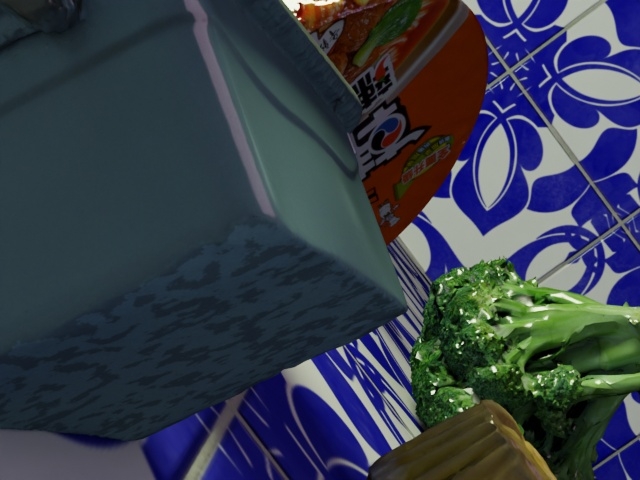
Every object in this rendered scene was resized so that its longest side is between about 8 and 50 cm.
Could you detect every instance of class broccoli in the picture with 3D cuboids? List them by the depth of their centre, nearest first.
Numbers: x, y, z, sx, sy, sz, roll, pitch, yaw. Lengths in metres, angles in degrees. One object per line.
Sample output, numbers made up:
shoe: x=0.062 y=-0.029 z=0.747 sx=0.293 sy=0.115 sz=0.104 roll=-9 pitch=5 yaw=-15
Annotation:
broccoli: x=0.232 y=0.155 z=1.273 sx=0.308 sy=0.275 sz=0.307 roll=44 pitch=38 yaw=-50

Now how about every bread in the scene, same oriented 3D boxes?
bread: x=0.147 y=0.241 z=0.763 sx=0.288 sy=0.119 sz=0.152 roll=55 pitch=9 yaw=22

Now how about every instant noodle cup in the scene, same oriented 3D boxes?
instant noodle cup: x=-0.046 y=-0.106 z=0.772 sx=0.192 sy=0.250 sz=0.250 roll=47 pitch=2 yaw=31

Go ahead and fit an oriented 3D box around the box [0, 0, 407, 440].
box: x=-0.065 y=-0.013 z=0.430 sx=0.130 sy=0.162 sz=0.227 roll=66 pitch=10 yaw=16
